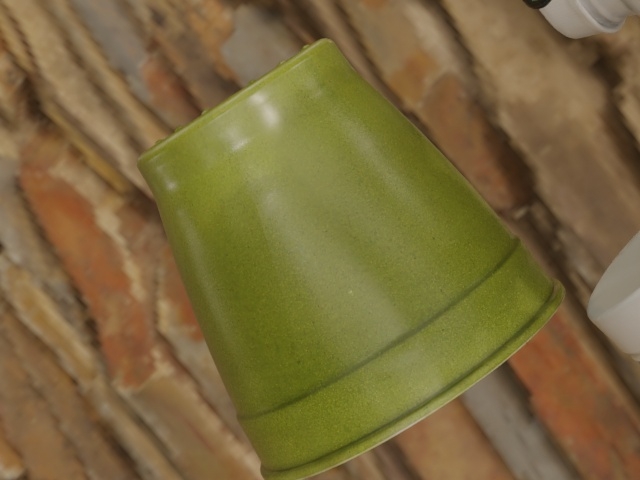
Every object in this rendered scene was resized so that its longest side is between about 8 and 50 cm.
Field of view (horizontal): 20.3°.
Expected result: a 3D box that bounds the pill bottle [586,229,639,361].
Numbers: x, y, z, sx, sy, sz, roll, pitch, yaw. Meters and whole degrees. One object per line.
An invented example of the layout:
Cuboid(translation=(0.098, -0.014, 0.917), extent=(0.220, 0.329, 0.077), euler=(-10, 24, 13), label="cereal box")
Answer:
Cuboid(translation=(0.430, 0.125, 1.616), extent=(0.361, 0.204, 0.204), euler=(42, 41, -5), label="pill bottle")

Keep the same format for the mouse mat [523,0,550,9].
Cuboid(translation=(0.102, -0.224, 0.831), extent=(0.007, 0.152, 0.190), euler=(-1, 56, -36), label="mouse mat")

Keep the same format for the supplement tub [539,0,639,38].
Cuboid(translation=(0.239, -0.223, 0.942), extent=(0.191, 0.272, 0.191), euler=(38, 45, -51), label="supplement tub")

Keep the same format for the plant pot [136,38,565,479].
Cuboid(translation=(0.000, 0.000, 1.821), extent=(0.353, 0.366, 0.366), euler=(57, 41, -6), label="plant pot")
